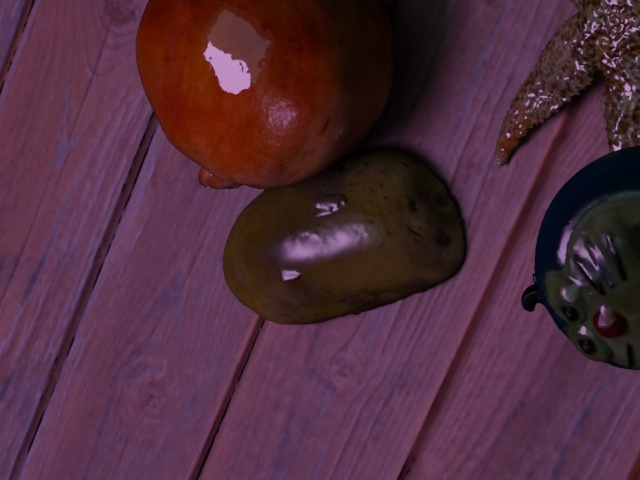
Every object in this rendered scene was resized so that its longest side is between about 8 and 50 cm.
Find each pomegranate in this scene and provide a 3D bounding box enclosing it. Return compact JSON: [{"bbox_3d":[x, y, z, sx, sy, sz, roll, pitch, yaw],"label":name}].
[{"bbox_3d":[-0.060,-0.162,1.831,0.252,0.229,0.270,29,117,22],"label":"pomegranate"}]

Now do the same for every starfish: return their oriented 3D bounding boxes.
[{"bbox_3d":[0.293,-0.185,1.686,0.347,0.078,0.358,-6,89,31],"label":"starfish"}]

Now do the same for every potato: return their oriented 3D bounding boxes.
[{"bbox_3d":[0.000,0.000,1.866,0.271,0.111,0.160,-17,85,34],"label":"potato"}]

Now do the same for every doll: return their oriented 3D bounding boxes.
[{"bbox_3d":[0.324,0.005,1.608,0.322,0.186,0.198,-16,114,16],"label":"doll"}]
